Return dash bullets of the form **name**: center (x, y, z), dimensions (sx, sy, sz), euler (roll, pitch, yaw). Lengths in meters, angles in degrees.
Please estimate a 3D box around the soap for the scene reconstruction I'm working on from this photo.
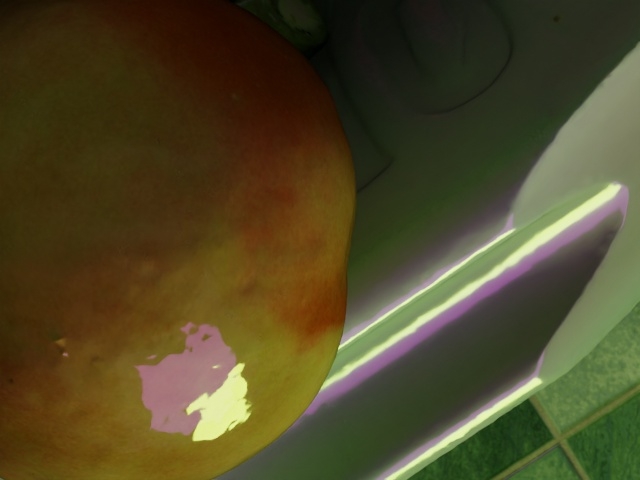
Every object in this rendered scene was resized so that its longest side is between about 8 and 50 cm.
- **soap**: center (0.016, -0.007, 0.773), dimensions (0.347, 0.208, 0.115), euler (-34, 128, 7)

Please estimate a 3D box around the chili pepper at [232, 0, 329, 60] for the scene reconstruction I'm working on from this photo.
- **chili pepper**: center (-0.085, -0.042, 0.756), dimensions (0.202, 0.050, 0.052), euler (-37, 154, 8)

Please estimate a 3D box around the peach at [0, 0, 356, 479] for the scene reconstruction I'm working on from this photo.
- **peach**: center (-0.074, -0.002, 0.600), dimensions (0.184, 0.184, 0.184), euler (-32, 171, -6)
